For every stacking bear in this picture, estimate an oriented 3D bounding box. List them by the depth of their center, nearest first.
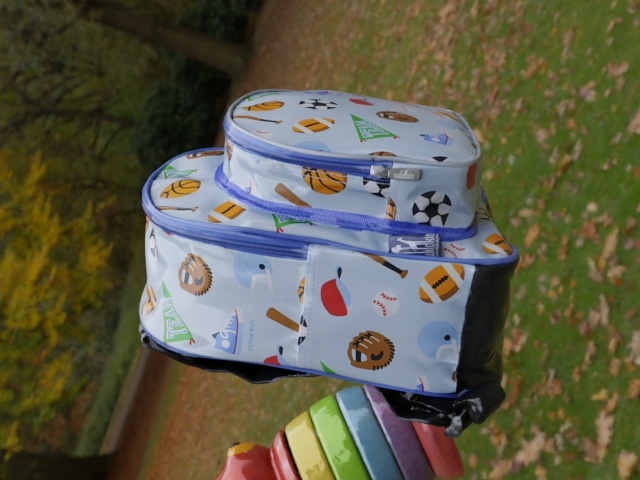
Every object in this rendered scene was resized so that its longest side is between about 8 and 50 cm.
[{"bbox_3d":[0.007,0.261,1.112,0.175,0.289,0.164,-136,22,-87],"label":"stacking bear"}]

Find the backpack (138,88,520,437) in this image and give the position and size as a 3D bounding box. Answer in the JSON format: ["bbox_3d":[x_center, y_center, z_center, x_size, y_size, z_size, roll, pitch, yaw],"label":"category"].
[{"bbox_3d":[0.000,0.000,0.693,0.276,0.263,0.213,-79,-13,-76],"label":"backpack"}]
